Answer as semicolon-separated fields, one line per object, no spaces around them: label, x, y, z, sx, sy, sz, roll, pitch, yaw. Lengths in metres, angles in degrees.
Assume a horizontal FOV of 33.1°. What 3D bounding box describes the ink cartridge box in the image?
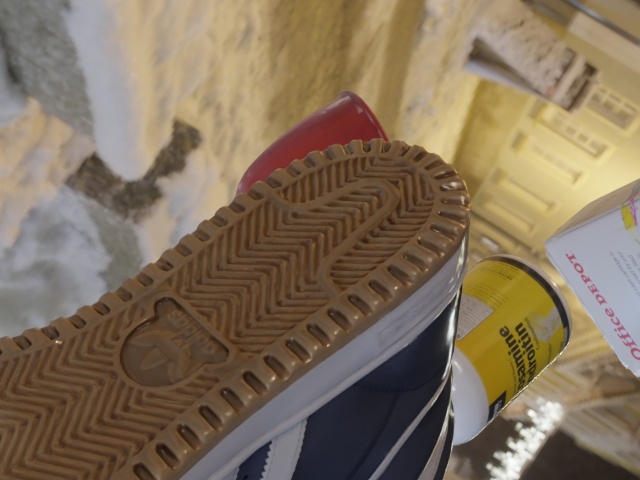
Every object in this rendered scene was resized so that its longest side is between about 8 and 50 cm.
ink cartridge box;0.463;0.019;1.324;0.131;0.226;0.306;-36;-177;-33

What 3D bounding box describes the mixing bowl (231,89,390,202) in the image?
mixing bowl;0.000;0.000;0.727;0.098;0.181;0.181;-20;166;-9

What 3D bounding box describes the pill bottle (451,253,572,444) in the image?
pill bottle;0.108;0.095;0.843;0.184;0.103;0.103;-35;162;-35

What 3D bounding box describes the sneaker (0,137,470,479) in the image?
sneaker;-0.059;0.092;0.378;0.282;0.099;0.153;-31;141;-20
